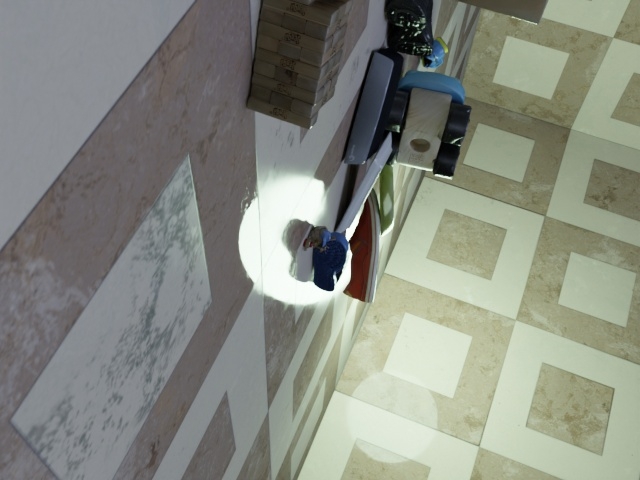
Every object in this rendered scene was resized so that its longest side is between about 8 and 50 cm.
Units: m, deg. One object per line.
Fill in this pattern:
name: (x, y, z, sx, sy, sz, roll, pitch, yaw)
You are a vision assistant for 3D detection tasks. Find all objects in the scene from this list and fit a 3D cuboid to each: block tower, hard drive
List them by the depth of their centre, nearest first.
block tower: (-0.009, -0.309, 0.892, 0.097, 0.091, 0.335, -54, 162, -55)
hard drive: (0.123, -0.301, 1.697, 0.172, 0.054, 0.254, -46, 154, -66)

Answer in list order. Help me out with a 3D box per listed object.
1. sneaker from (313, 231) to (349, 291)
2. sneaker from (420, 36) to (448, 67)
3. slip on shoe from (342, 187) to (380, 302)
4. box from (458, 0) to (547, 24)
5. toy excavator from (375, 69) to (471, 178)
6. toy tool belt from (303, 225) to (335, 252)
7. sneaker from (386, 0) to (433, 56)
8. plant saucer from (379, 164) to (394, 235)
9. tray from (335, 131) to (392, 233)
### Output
sneaker: (0.030, 0.031, 1.785, 0.232, 0.081, 0.090, 106, 6, -58)
sneaker: (0.340, -0.572, 2.349, 0.082, 0.069, 0.209, -38, 179, 1)
slip on shoe: (0.120, 0.012, 2.153, 0.123, 0.101, 0.331, -43, 138, -82)
box: (0.370, -0.609, 1.688, 0.121, 0.311, 0.148, 99, 16, -46)
toy excavator: (0.303, -0.377, 2.150, 0.433, 0.222, 0.445, 96, 9, -58)
toy tool belt: (0.000, 0.000, 1.623, 0.083, 0.051, 0.052, -50, 157, -62)
sneaker: (0.213, -0.503, 1.670, 0.286, 0.109, 0.130, 65, 40, -78)
plant saucer: (0.193, -0.131, 2.191, 0.241, 0.037, 0.240, 0, 90, -87)
tray: (0.113, -0.133, 1.877, 0.145, 0.030, 0.270, -57, 176, -49)
